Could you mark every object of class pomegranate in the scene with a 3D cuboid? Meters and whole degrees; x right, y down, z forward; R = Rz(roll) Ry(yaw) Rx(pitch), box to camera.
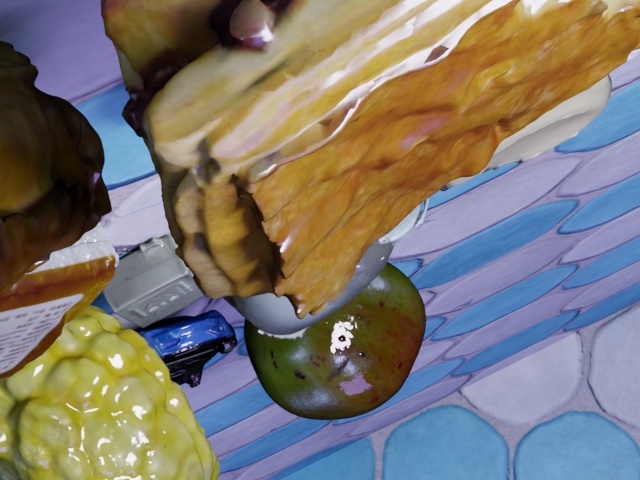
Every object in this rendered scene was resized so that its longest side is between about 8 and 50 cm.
[{"bbox_3d":[-0.006,0.073,1.858,0.180,0.180,0.209,-34,129,31],"label":"pomegranate"}]

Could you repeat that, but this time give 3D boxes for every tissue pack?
[{"bbox_3d":[-0.273,0.048,1.339,0.226,0.092,0.183,-15,163,-45],"label":"tissue pack"}]

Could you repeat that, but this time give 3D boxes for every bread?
[{"bbox_3d":[0.044,-0.146,0.992,0.370,0.191,0.314,-37,163,-9],"label":"bread"}]

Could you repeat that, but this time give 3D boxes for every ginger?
[{"bbox_3d":[-0.220,-0.021,1.001,0.321,0.165,0.172,-23,148,-46],"label":"ginger"}]

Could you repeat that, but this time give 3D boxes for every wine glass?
[{"bbox_3d":[0.000,0.000,1.637,0.111,0.111,0.204,-17,164,-34],"label":"wine glass"}]

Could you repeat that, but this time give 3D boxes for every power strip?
[{"bbox_3d":[-0.136,0.040,1.685,0.075,0.042,0.175,-28,167,4],"label":"power strip"}]

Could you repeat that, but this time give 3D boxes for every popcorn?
[{"bbox_3d":[-0.181,0.178,1.636,0.174,0.225,0.286,-37,143,-12],"label":"popcorn"}]

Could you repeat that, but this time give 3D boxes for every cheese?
[{"bbox_3d":[0.192,-0.128,1.592,0.249,0.071,0.163,-34,166,32],"label":"cheese"}]

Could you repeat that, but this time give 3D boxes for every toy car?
[{"bbox_3d":[-0.150,0.107,1.872,0.103,0.063,0.216,-18,167,-24],"label":"toy car"}]
